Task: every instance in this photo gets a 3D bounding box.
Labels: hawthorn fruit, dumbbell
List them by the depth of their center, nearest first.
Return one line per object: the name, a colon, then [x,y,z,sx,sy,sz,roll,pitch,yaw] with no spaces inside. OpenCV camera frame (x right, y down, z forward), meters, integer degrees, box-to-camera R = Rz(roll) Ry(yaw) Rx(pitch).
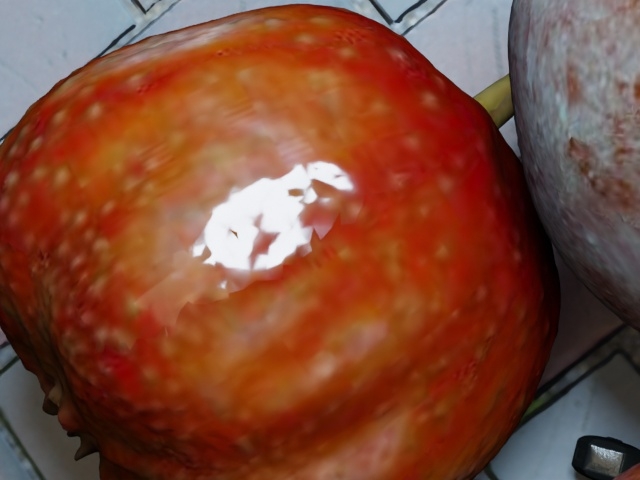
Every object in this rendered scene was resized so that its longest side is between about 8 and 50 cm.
hawthorn fruit: [0.000,0.000,0.858,0.330,0.287,0.287,-38,74,-9]
dumbbell: [0.149,0.148,0.906,0.040,0.036,0.083,13,87,19]

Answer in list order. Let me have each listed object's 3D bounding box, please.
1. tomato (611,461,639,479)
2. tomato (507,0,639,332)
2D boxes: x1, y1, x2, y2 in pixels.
tomato: [0.243,0.174,0.810,0.309,0.170,0.309,-3,110,-7]
tomato: [0.236,-0.082,0.766,0.282,0.316,0.317,-1,82,27]
